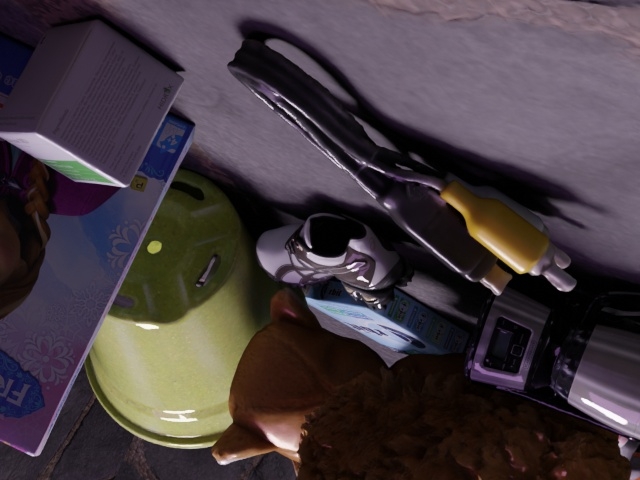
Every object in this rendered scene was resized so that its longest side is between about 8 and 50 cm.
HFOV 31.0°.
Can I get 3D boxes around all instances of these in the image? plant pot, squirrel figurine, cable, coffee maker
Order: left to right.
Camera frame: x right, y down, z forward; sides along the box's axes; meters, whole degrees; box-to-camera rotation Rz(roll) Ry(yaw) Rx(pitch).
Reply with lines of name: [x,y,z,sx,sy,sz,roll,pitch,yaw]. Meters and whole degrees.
plant pot: [-0.157,0.057,1.268,0.276,0.276,0.254,21,156,16]
cable: [0.056,-0.058,0.822,0.287,0.072,0.139,41,-179,-18]
squirrel figurine: [0.086,0.186,1.114,0.370,0.281,0.397,25,178,5]
coffee maker: [0.221,0.102,0.968,0.178,0.120,0.171,21,169,18]

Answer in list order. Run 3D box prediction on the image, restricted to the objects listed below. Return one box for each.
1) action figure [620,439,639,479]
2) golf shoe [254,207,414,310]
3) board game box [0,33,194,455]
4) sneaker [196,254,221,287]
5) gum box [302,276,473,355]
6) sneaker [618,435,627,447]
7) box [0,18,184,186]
action figure: [0.421,0.361,1.607,0.341,0.178,0.330,19,158,9]
golf shoe: [0.000,0.000,1.117,0.198,0.077,0.094,10,145,44]
board game box: [-0.319,-0.023,0.999,0.318,0.318,0.066,24,168,-5]
sneaker: [-0.100,0.085,1.584,0.135,0.098,0.276,26,167,0]
gum box: [0.081,0.095,1.409,0.184,0.041,0.157,30,166,-32]
sneaker: [0.341,0.230,1.481,0.070,0.051,0.134,33,169,-6]
box: [-0.181,-0.105,0.893,0.087,0.102,0.101,34,166,-32]
